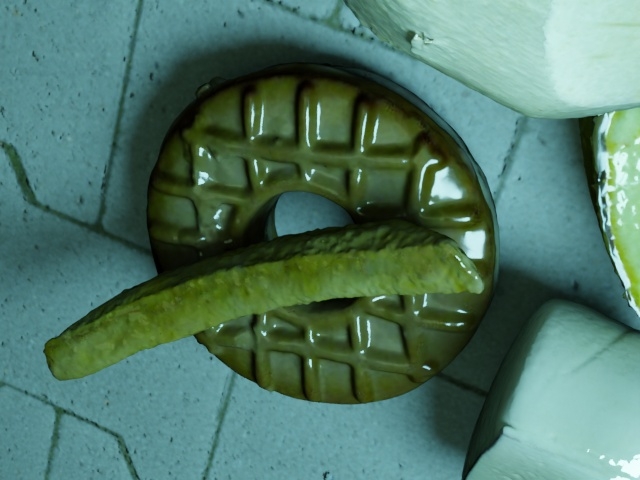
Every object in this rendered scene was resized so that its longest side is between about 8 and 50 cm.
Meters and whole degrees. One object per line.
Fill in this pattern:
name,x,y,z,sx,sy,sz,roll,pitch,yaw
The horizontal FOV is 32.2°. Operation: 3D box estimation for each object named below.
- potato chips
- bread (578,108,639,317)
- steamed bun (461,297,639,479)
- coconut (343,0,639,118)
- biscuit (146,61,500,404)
potato chips,-0.060,0.043,0.926,0.407,0.080,0.057,-14,123,23
bread,0.300,-0.045,0.851,0.186,0.124,0.257,-26,101,21
steamed bun,0.212,0.148,0.923,0.146,0.164,0.241,24,154,10
coconut,0.140,-0.262,0.691,0.360,0.346,0.346,29,119,4
biscuit,0.000,0.000,0.985,0.332,0.103,0.332,7,115,16
